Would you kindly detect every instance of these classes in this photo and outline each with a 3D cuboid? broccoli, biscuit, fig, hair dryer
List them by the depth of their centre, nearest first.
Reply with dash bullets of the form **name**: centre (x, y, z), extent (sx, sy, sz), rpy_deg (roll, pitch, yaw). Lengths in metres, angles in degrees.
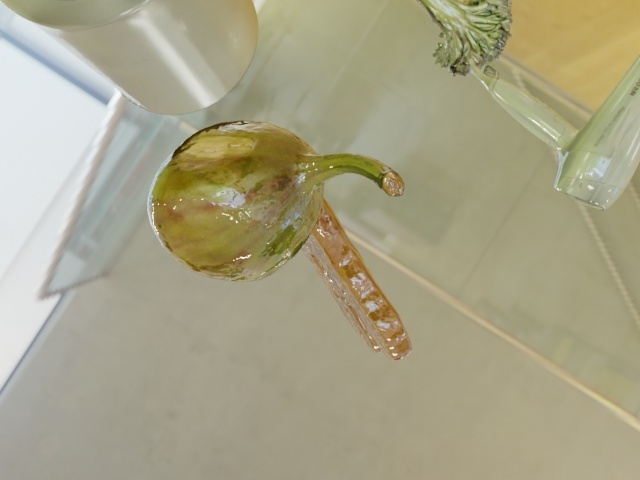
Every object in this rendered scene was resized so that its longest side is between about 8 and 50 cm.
- **fig**: centre (-0.028, -0.044, 0.941), extent (0.245, 0.149, 0.149), rpy_deg (-13, 145, 39)
- **biscuit**: centre (0.003, -0.002, 1.260), extent (0.295, 0.044, 0.186), rpy_deg (57, 170, -7)
- **hair dryer**: centre (0.265, -0.167, 1.283), extent (0.237, 0.206, 0.075), rpy_deg (31, -174, 30)
- **broccoli**: centre (0.148, -0.298, 1.459), extent (0.204, 0.118, 0.122), rpy_deg (38, -178, -18)

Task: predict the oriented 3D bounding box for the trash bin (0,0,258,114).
- **trash bin**: centre (-0.248, -0.347, 1.517), extent (0.280, 0.280, 0.432), rpy_deg (32, 175, 17)
